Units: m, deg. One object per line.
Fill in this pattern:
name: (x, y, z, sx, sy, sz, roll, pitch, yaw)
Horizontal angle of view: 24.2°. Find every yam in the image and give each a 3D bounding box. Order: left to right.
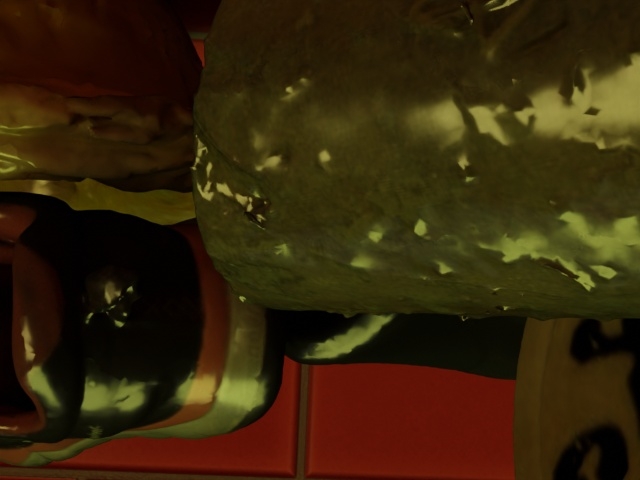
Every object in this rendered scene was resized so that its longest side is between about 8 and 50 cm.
yam: (0.094, -0.048, 0.483, 0.268, 0.161, 0.161, 0, 175, 34)

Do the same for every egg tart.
egg tart: (-0.152, -0.061, 0.704, 0.288, 0.118, 0.288, 5, 175, 0)

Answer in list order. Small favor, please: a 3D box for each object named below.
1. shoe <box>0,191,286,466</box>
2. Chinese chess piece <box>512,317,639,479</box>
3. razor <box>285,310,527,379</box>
shoe: (-0.145, 0.042, 0.640, 0.137, 0.114, 0.291, 6, 171, -41)
Chinese chess piece: (0.180, 0.075, 0.609, 0.104, 0.257, 0.257, 7, 174, -22)
razor: (0.101, -0.014, 0.779, 0.113, 0.204, 0.349, 50, -162, 26)
